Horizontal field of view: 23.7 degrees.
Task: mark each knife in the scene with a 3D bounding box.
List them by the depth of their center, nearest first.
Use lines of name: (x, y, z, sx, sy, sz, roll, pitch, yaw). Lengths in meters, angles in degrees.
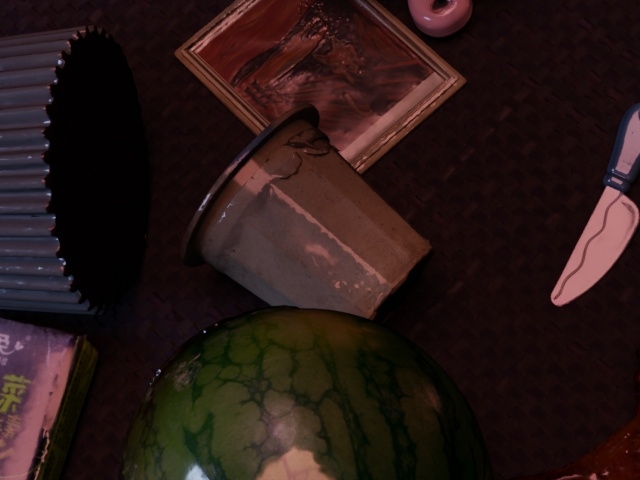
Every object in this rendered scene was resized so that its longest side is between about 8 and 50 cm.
knife: (0.309, -0.035, 1.596, 0.058, 0.032, 0.244, 22, 77, 8)
knife: (0.069, -0.357, 1.771, 0.081, 0.043, 0.336, -34, 60, 3)

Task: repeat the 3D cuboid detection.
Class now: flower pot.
flower pot: (0.000, 0.000, 1.550, 0.203, 0.212, 0.212, 38, 77, 8)

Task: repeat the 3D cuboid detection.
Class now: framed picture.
framed picture: (-0.004, -0.196, 1.716, 0.216, 0.016, 0.273, -42, 68, -9)

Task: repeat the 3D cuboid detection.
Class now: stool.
stool: (-0.378, -0.067, 1.576, 0.330, 0.297, 0.297, -1, 67, 12)

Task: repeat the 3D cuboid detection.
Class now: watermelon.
watermelon: (-0.008, 0.229, 1.364, 0.363, 0.363, 0.363, -3, 67, 8)

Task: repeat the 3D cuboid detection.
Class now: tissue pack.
tissue pack: (-0.345, 0.197, 1.572, 0.173, 0.073, 0.235, 10, 69, 12)

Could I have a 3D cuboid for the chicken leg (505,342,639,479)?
chicken leg: (0.314, 0.181, 1.469, 0.407, 0.096, 0.158, -36, 63, -4)
